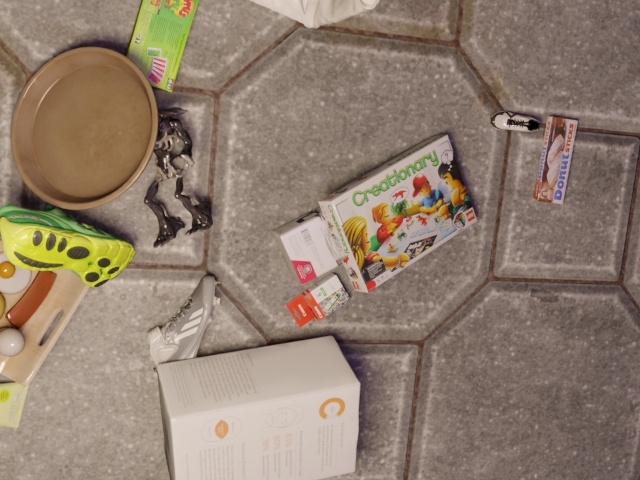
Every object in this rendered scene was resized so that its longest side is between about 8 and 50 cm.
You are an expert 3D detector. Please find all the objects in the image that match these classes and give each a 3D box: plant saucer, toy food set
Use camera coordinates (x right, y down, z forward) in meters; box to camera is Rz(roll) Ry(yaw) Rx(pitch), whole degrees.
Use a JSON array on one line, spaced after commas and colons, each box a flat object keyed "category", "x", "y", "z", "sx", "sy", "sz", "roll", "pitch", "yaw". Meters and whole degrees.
[{"category": "plant saucer", "x": -0.393, "y": -0.187, "z": 1.450, "sx": 0.277, "sy": 0.041, "sz": 0.278, "roll": -2, "pitch": 83, "yaw": 16}, {"category": "toy food set", "x": -0.561, "y": 0.080, "z": 1.434, "sx": 0.306, "sy": 0.092, "sz": 0.220, "roll": 40, "pitch": 71, "yaw": -34}]

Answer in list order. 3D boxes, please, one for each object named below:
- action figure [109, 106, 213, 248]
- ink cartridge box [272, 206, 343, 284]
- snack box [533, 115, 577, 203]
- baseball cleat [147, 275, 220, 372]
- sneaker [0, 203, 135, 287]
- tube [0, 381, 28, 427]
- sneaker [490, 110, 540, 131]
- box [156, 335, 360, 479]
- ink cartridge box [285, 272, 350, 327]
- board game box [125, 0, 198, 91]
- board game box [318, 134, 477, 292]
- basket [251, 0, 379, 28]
[{"category": "action figure", "x": -0.286, "y": -0.130, "z": 1.506, "sx": 0.164, "sy": 0.141, "sz": 0.276, "roll": -14, "pitch": 111, "yaw": 16}, {"category": "ink cartridge box", "x": 0.000, "y": 0.000, "z": 1.665, "sx": 0.150, "sy": 0.063, "sz": 0.109, "roll": -27, "pitch": 108, "yaw": -12}, {"category": "snack box", "x": 0.494, "y": -0.168, "z": 1.811, "sx": 0.064, "sy": 0.022, "sz": 0.178, "roll": 5, "pitch": 98, "yaw": -20}, {"category": "baseball cleat", "x": -0.261, "y": 0.157, "z": 1.608, "sx": 0.109, "sy": 0.072, "sz": 0.206, "roll": 15, "pitch": 95, "yaw": -20}, {"category": "sneaker", "x": -0.423, "y": -0.003, "z": 1.456, "sx": 0.109, "sy": 0.123, "sz": 0.295, "roll": -43, "pitch": 154, "yaw": 9}, {"category": "tube", "x": -0.621, "y": 0.285, "z": 1.492, "sx": 0.070, "sy": 0.062, "sz": 0.240, "roll": -38, "pitch": 150, "yaw": 29}, {"category": "sneaker", "x": 0.400, "y": -0.242, "z": 1.757, "sx": 0.109, "sy": 0.044, "sz": 0.040, "roll": 1, "pitch": 102, "yaw": -16}, {"category": "box", "x": -0.116, "y": 0.333, "z": 1.608, "sx": 0.345, "sy": 0.168, "sz": 0.215, "roll": -7, "pitch": 119, "yaw": -16}, {"category": "ink cartridge box", "x": -0.005, "y": 0.122, "z": 1.704, "sx": 0.115, "sy": 0.029, "sz": 0.063, "roll": -34, "pitch": 108, "yaw": -9}, {"category": "board game box", "x": -0.284, "y": -0.363, "z": 1.519, "sx": 0.092, "sy": 0.043, "sz": 0.181, "roll": 16, "pitch": 95, "yaw": -20}, {"category": "board game box", "x": 0.157, "y": -0.056, "z": 1.669, "sx": 0.305, "sy": 0.053, "sz": 0.193, "roll": -31, "pitch": 108, "yaw": -27}, {"category": "basket", "x": -0.052, "y": -0.544, "z": 1.409, "sx": 0.328, "sy": 0.331, "sz": 0.267, "roll": 22, "pitch": 91, "yaw": -20}]
